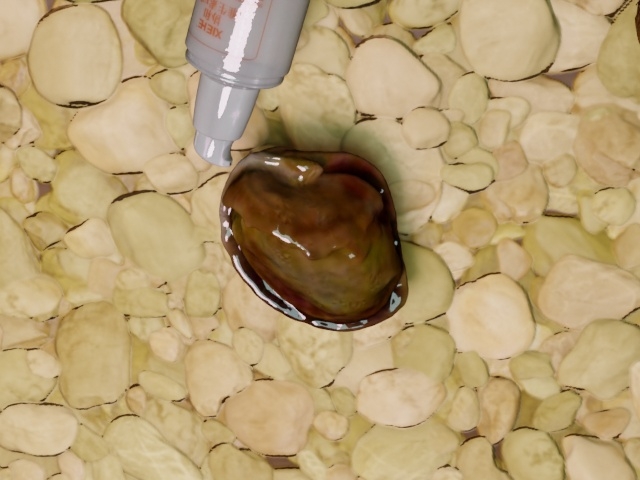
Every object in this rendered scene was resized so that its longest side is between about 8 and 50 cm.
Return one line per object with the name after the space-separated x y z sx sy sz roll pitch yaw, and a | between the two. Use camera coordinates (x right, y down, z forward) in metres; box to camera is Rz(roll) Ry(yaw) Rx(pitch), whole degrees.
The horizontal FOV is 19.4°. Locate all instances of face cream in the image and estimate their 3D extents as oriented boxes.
-0.069 -0.185 1.671 0.101 0.101 0.252 17 114 -1 | face cream

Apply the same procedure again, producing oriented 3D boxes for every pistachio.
0.000 0.000 1.727 0.165 0.130 0.210 -40 111 17 | pistachio

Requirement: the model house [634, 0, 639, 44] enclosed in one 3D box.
0.374 -0.212 1.541 0.229 0.199 0.220 -3 126 10 | model house
